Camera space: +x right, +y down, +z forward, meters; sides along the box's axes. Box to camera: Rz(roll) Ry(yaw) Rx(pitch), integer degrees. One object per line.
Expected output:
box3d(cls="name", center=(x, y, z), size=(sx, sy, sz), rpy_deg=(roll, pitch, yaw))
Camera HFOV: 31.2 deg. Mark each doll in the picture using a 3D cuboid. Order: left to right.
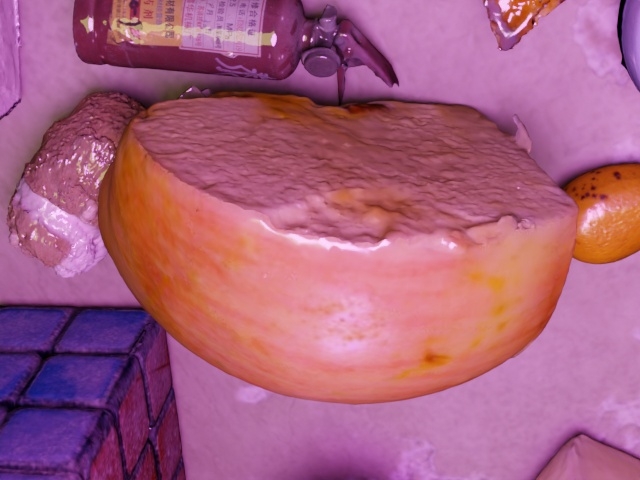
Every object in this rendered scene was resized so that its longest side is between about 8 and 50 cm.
box3d(cls="doll", center=(-0.179, -0.058, 0.946), size=(0.221, 0.105, 0.115), rpy_deg=(-37, 80, 30))

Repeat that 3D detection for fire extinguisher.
box3d(cls="fire extinguisher", center=(-0.061, -0.162, 0.912), size=(0.252, 0.106, 0.075), rpy_deg=(5, 78, 5))

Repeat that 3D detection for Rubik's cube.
box3d(cls="Rubik's cube", center=(-0.315, 0.276, 1.003), size=(0.337, 0.344, 0.344), rpy_deg=(1, 114, 9))

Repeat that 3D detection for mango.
box3d(cls="mango", center=(0.241, -0.022, 0.926), size=(0.114, 0.057, 0.079), rpy_deg=(-13, 106, 11))

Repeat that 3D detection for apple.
box3d(cls="apple", center=(0.000, 0.000, 0.863), size=(0.309, 0.314, 0.252), rpy_deg=(-5, 75, -18))

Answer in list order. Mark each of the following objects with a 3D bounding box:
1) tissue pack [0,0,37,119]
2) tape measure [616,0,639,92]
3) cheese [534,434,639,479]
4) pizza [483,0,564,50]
box3d(cls="tissue pack", center=(-0.428, -0.183, 0.877), size=(0.369, 0.198, 0.210), rpy_deg=(6, 114, 6))
box3d(cls="tape measure", center=(0.309, -0.155, 0.824), size=(0.181, 0.107, 0.182), rpy_deg=(-26, 112, 13))
box3d(cls="cheese", center=(0.265, 0.344, 1.063), size=(0.242, 0.124, 0.265), rpy_deg=(30, 118, -1))
box3d(cls="pizza", center=(0.176, -0.302, 0.792), size=(0.251, 0.074, 0.288), rpy_deg=(-17, 113, 17))
